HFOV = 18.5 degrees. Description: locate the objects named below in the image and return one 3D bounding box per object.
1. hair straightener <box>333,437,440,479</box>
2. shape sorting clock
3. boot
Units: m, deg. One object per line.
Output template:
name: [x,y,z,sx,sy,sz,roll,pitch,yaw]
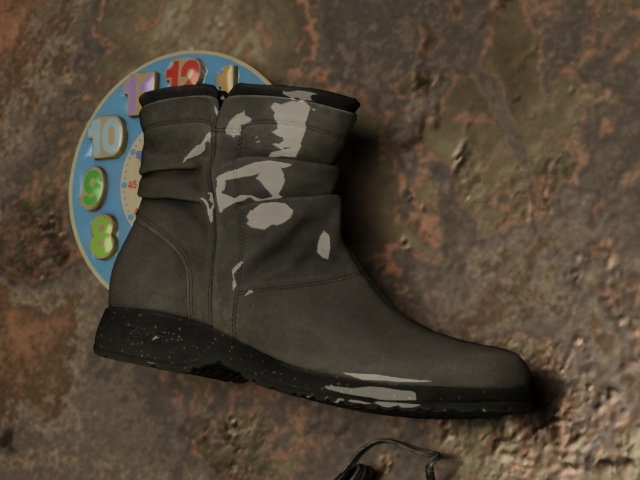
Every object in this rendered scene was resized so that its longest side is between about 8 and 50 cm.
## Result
hair straightener: [-0.013,0.203,1.384,0.230,0.047,0.089,-36,64,15]
shape sorting clock: [-0.106,-0.046,1.498,0.206,0.040,0.206,-7,74,26]
boot: [0.000,0.000,1.371,0.338,0.118,0.222,10,85,20]
